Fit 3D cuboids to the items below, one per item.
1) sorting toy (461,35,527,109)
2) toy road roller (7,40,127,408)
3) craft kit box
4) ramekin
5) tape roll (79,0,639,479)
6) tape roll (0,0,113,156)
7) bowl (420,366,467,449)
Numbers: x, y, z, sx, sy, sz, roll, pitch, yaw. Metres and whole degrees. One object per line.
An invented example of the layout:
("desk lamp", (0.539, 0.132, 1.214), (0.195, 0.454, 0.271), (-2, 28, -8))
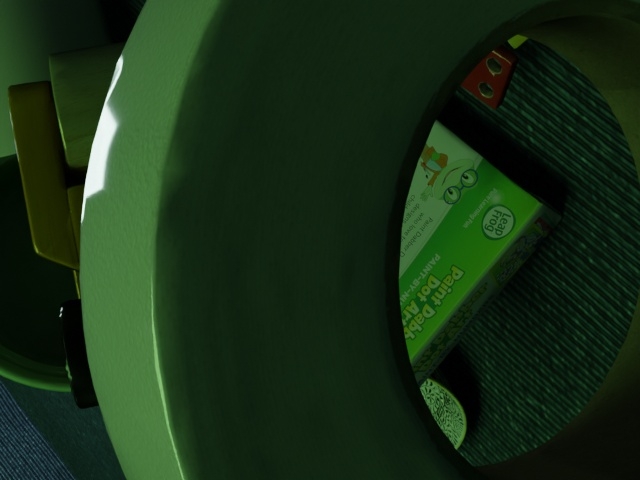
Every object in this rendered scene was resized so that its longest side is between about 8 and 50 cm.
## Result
("sorting toy", (0.041, -0.198, 0.712), (0.274, 0.046, 0.132), (39, 152, 20))
("toy road roller", (-0.150, -0.006, 1.040), (0.240, 0.203, 0.329), (166, 93, -81))
("craft kit box", (0.000, 0.000, 0.821), (0.246, 0.250, 0.061), (45, -168, 29))
("ramekin", (-0.266, 0.021, 1.231), (0.303, 0.303, 0.148), (56, 161, 5))
("tape roll", (0.096, 0.007, 0.476), (0.072, 0.392, 0.392), (6, 123, 57))
("tape roll", (-0.341, -0.213, 1.154), (0.246, 0.246, 0.169), (31, 143, 43))
("bowl", (0.045, 0.133, 1.015), (0.170, 0.170, 0.080), (87, -174, -45))
